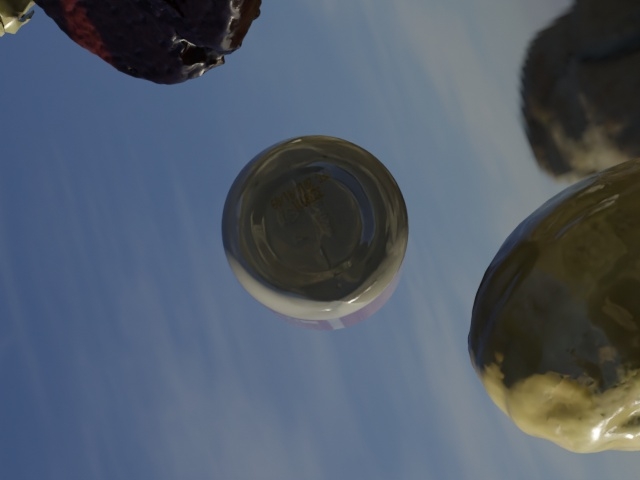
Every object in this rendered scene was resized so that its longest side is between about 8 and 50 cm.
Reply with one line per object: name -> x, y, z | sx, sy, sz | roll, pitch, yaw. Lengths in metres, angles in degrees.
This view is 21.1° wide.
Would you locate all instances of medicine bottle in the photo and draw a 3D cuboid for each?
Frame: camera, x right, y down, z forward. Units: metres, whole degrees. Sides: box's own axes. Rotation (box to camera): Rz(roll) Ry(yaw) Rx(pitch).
medicine bottle -> 0.000, 0.000, 1.279 | 0.250, 0.131, 0.131 | 65, -177, -85

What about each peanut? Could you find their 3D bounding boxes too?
peanut -> 0.218, 0.009, 0.814 | 0.147, 0.319, 0.147 | 158, 90, -79

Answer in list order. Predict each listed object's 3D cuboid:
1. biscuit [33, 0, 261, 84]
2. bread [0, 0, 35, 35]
biscuit -> -0.109, -0.170, 0.914 | 0.049, 0.192, 0.192 | -46, -60, -38
bread -> -0.266, -0.295, 0.961 | 0.315, 0.279, 0.248 | 105, 180, -71
